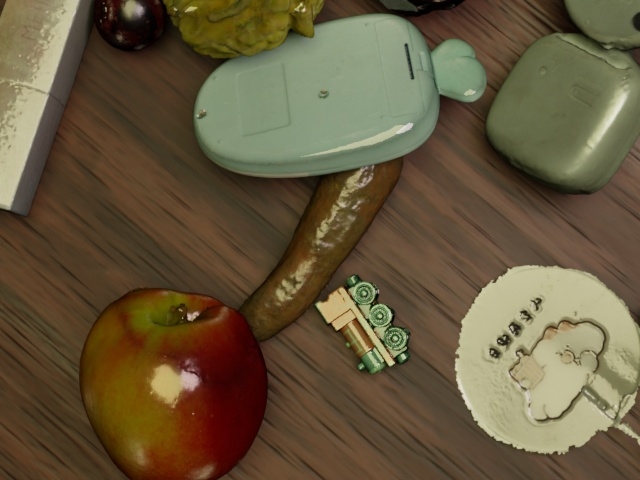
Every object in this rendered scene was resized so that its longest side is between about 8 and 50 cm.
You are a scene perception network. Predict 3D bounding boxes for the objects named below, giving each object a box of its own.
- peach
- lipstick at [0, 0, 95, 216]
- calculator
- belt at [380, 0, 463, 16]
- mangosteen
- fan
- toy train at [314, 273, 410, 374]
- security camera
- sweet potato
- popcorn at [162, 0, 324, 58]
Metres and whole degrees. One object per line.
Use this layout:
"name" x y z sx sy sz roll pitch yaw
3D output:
"peach" -0.140 0.150 1.304 0.197 0.197 0.197 0 85 2
"lipstick" -0.282 -0.212 1.386 0.076 0.080 0.372 18 86 3
"calculator" 0.016 -0.147 1.348 0.295 0.042 0.184 -12 54 6
"belt" 0.107 -0.372 1.325 0.184 0.164 0.289 -2 87 -25
"mangosteen" -0.191 -0.232 1.386 0.080 0.081 0.081 0 85 2
"fan" 0.277 0.164 1.346 0.329 0.009 0.191 41 95 13
"toy train" 0.046 0.087 1.365 0.064 0.044 0.103 -35 83 2
"security camera" 0.279 -0.191 1.319 0.157 0.080 0.302 38 105 40
"sweet potato" 0.000 0.000 1.364 0.075 0.075 0.273 33 91 5
"popcorn" -0.081 -0.282 1.334 0.168 0.173 0.195 7 122 31
